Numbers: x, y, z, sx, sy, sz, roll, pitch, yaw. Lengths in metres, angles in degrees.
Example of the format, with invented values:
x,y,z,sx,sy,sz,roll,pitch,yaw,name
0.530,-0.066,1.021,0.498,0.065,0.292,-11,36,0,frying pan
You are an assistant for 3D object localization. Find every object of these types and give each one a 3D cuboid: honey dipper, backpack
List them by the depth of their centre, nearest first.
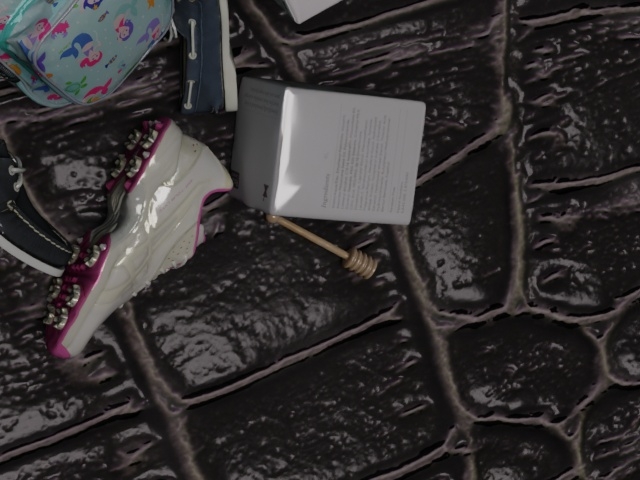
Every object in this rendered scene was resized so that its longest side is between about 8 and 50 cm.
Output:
x,y,z,sx,sy,sz,roll,pitch,yaw,name
-0.272,-0.256,1.539,0.191,0.253,0.225,37,81,15,backpack
0.000,0.000,1.828,0.160,0.030,0.030,30,88,-22,honey dipper

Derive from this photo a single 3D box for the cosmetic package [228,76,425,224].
x,y,z,sx,sy,sz,roll,pitch,yaw,name
0.005,-0.108,1.740,0.183,0.151,0.151,4,99,-24,cosmetic package

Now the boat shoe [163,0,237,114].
x,y,z,sx,sy,sz,roll,pitch,yaw,name
-0.145,-0.256,1.661,0.079,0.095,0.254,-10,131,-5,boat shoe

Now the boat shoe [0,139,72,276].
x,y,z,sx,sy,sz,roll,pitch,yaw,name
-0.381,-0.077,1.607,0.302,0.114,0.091,41,89,-25,boat shoe

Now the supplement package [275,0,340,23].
x,y,z,sx,sy,sz,roll,pitch,yaw,name
0.042,-0.400,1.590,0.293,0.177,0.175,-30,122,-3,supplement package

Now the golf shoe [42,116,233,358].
x,y,z,sx,sy,sz,roll,pitch,yaw,name
-0.211,0.013,1.699,0.140,0.115,0.306,29,90,-28,golf shoe
